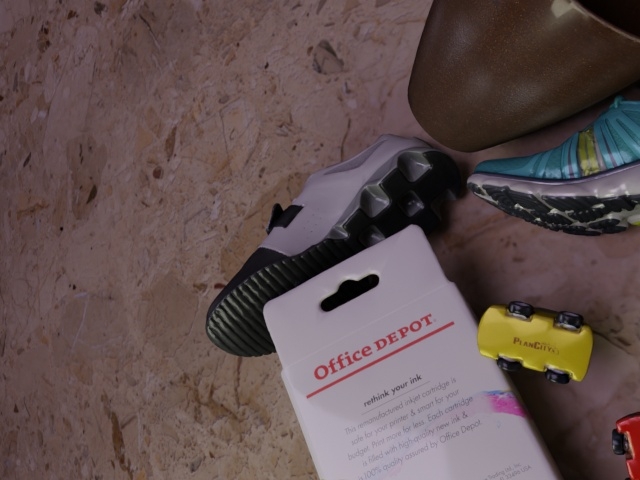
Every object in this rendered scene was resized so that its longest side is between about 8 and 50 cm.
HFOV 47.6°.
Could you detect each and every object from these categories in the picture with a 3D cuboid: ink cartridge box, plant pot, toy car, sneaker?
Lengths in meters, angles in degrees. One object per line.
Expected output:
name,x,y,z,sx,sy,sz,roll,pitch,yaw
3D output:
ink cartridge box,0.099,0.186,0.727,0.207,0.119,0.353,-28,64,11
plant pot,0.184,-0.187,0.666,0.230,0.215,0.215,-49,53,53
toy car,0.284,0.090,0.612,0.239,0.053,0.225,46,111,14
sneaker,0.263,-0.069,0.648,0.275,0.107,0.110,-4,67,42
sneaker,0.000,0.000,0.844,0.330,0.122,0.146,-38,33,-2

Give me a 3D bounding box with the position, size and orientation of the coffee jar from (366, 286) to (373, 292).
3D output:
coffee jar,0.027,0.083,0.897,0.184,0.079,0.096,42,118,40
